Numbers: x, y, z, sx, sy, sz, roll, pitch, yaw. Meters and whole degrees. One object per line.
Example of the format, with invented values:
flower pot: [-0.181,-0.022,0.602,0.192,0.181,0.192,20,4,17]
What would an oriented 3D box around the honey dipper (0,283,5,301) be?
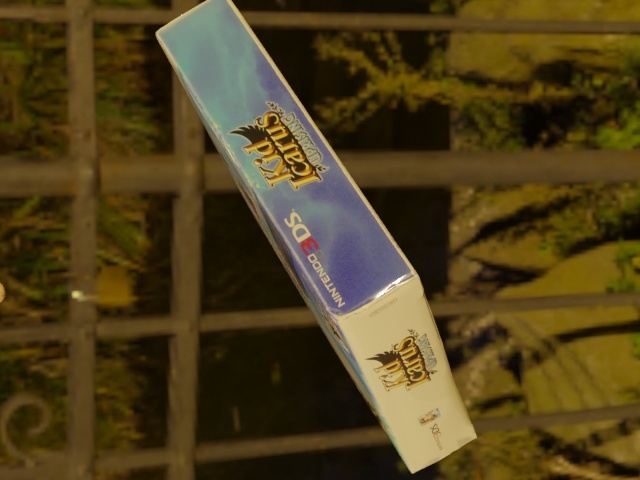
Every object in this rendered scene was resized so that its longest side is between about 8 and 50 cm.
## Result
honey dipper: [-0.293,-0.008,1.056,0.161,0.030,0.030,52,142,28]

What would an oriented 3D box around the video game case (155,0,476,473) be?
video game case: [0.000,0.000,0.920,0.269,0.061,0.244,58,177,34]
